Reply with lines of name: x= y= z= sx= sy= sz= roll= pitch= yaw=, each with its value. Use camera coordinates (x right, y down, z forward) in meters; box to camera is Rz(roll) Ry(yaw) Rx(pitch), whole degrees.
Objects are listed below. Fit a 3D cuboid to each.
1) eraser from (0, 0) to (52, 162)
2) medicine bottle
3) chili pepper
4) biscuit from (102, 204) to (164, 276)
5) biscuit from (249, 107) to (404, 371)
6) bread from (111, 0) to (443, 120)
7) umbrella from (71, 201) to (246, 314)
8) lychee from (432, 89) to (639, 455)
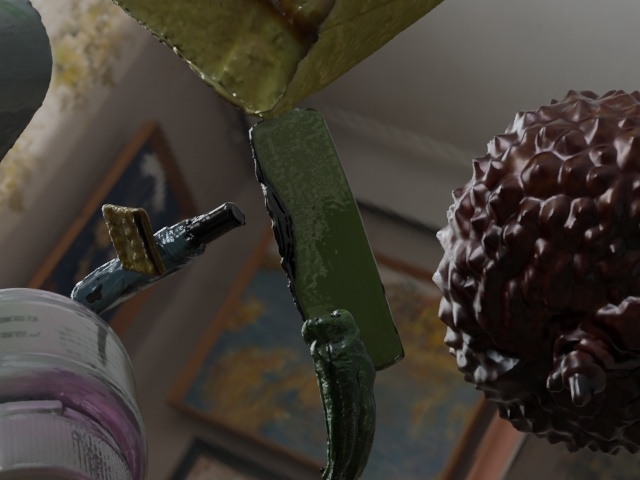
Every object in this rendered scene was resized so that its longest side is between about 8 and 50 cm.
eraser: x=-0.253 y=-0.045 z=0.725 sx=0.174 sy=0.227 sz=0.081 roll=-45 pitch=-104 yaw=30
medicine bottle: x=-0.282 y=0.209 z=1.452 sx=0.241 sy=0.241 sz=0.302 roll=47 pitch=9 yaw=-28
chili pepper: x=0.013 y=0.093 z=0.767 sx=0.035 sy=0.055 sz=0.118 roll=-6 pitch=-63 yaw=2
biscuit: x=-0.210 y=-0.001 z=1.734 sx=0.081 sy=0.018 sz=0.083 roll=5 pitch=-62 yaw=50
biscuit: x=0.000 y=0.000 z=1.638 sx=0.038 sy=0.099 sz=0.322 roll=88 pitch=-15 yaw=-62
bread: x=0.005 y=-0.200 z=1.123 sx=0.167 sy=0.264 sz=0.163 roll=43 pitch=-62 yaw=20
umbrella: x=-0.194 y=0.022 z=1.802 sx=0.250 sy=0.053 sz=0.052 roll=-29 pitch=-88 yaw=27
lychee: x=0.324 y=0.039 z=1.699 sx=0.424 sy=0.500 sz=0.425 roll=6 pitch=-68 yaw=16
